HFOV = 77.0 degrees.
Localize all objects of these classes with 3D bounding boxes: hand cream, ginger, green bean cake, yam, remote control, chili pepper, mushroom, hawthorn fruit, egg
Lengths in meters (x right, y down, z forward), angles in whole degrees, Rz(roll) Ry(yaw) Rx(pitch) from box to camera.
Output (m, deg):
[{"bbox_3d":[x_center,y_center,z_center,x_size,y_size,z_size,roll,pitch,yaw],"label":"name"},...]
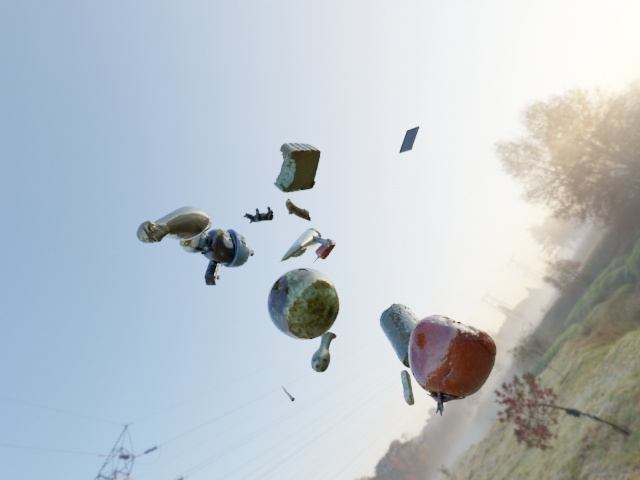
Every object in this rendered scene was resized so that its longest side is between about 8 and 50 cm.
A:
[{"bbox_3d":[-0.085,0.016,1.932,0.147,0.093,0.306,-35,1,28],"label":"hand cream"},{"bbox_3d":[-0.099,-0.130,1.782,0.057,0.137,0.044,-44,21,52],"label":"ginger"},{"bbox_3d":[-0.127,-0.372,2.042,0.233,0.124,0.236,-16,-49,-44],"label":"green bean cake"},{"bbox_3d":[0.359,0.394,1.646,0.168,0.304,0.168,-4,-68,-10],"label":"yam"},{"bbox_3d":[0.326,0.553,1.512,0.032,0.122,0.074,-15,-40,15],"label":"remote control"},{"bbox_3d":[0.013,0.071,2.408,0.192,0.084,0.086,-51,-18,9],"label":"chili pepper"},{"bbox_3d":[-0.139,0.656,1.720,0.019,0.093,0.030,-36,-51,-23],"label":"hand cream"},{"bbox_3d":[-0.406,-0.038,1.142,0.116,0.093,0.225,-39,-3,23],"label":"mushroom"},{"bbox_3d":[0.402,0.395,1.281,0.307,0.276,0.276,-66,-25,-20],"label":"hawthorn fruit"},{"bbox_3d":[-0.066,0.210,1.354,0.238,0.289,0.238,3,-95,-34],"label":"egg"}]

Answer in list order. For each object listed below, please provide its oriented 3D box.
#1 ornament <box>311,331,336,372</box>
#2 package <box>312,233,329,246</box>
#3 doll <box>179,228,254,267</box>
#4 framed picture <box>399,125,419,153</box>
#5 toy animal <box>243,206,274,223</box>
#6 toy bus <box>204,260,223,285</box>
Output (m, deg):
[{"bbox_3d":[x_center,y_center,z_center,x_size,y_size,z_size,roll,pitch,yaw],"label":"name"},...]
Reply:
[{"bbox_3d":[0.011,0.431,1.545,0.081,0.075,0.156,87,-165,-49],"label":"ornament"},{"bbox_3d":[0.000,0.000,1.767,0.015,0.110,0.037,-11,-69,-43],"label":"package"},{"bbox_3d":[-0.392,0.019,1.566,0.314,0.177,0.141,18,-63,-41],"label":"doll"},{"bbox_3d":[0.295,-0.334,1.340,0.006,0.066,0.089,24,-101,-25],"label":"framed picture"},{"bbox_3d":[-0.272,-0.107,1.767,0.135,0.047,0.065,-7,-50,-5],"label":"toy animal"},{"bbox_3d":[-0.430,0.106,1.632,0.166,0.047,0.065,-89,0,-50],"label":"toy bus"}]
